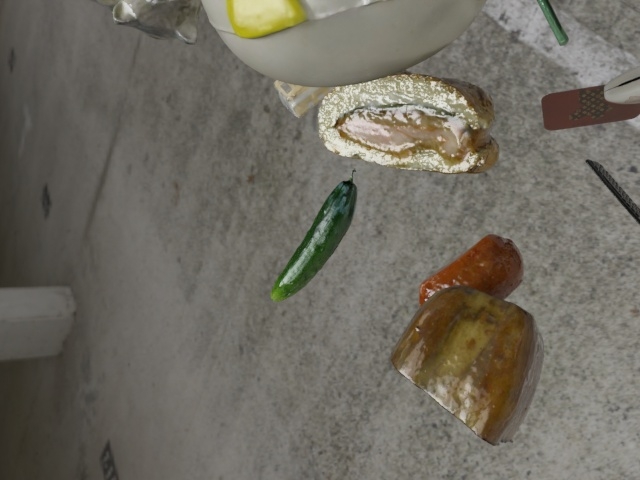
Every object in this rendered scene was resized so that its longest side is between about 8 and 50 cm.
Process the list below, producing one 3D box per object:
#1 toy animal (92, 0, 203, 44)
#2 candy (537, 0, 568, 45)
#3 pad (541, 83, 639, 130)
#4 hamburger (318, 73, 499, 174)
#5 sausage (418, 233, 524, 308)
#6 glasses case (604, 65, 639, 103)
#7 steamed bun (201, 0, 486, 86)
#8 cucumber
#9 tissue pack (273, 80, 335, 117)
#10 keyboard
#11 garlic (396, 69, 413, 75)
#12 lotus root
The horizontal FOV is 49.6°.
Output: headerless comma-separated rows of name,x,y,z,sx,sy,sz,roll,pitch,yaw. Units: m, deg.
toy animal,-0.295,-0.389,1.019,0.266,0.307,0.188,-176,96,-73
candy,0.320,-0.524,1.184,0.119,0.119,0.440,-35,72,47
pad,0.771,-0.381,1.972,0.267,0.181,0.004,-7,61,19
hamburger,0.177,-0.212,1.233,0.329,0.209,0.162,9,105,35
sausage,0.343,0.099,1.575,0.268,0.153,0.141,-38,86,4
glasses case,0.519,-0.246,1.055,0.204,0.080,0.051,170,101,-75
steamed bun,0.032,-0.349,0.848,0.334,0.373,0.334,-21,-90,-90
cucumber,0.000,0.000,0.736,0.168,0.039,0.039,-57,44,6
tissue pack,-0.019,-0.465,2.003,0.222,0.090,0.186,-38,31,1
keyboard,0.682,-0.120,1.619,0.041,0.103,0.381,-51,61,25
garlic,0.167,-0.412,1.821,0.147,0.159,0.102,60,142,21
lotus root,0.310,0.232,1.412,0.316,0.316,0.250,28,88,49
